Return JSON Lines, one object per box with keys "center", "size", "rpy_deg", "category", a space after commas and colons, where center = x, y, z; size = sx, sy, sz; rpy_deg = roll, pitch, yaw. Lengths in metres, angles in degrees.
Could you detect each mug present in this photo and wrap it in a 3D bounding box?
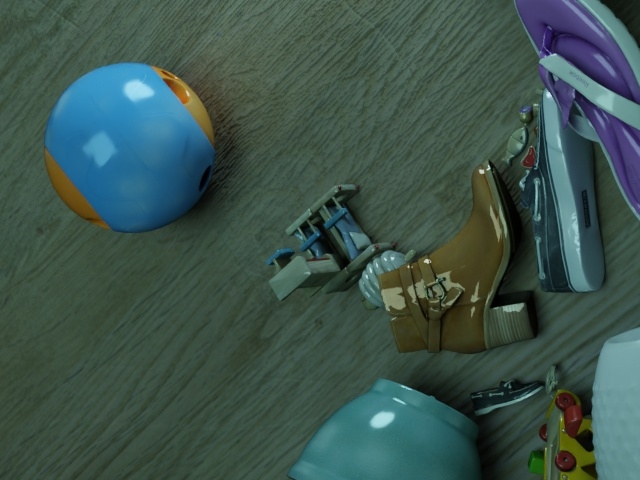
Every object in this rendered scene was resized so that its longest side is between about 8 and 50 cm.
{"center": [0.473, 0.261, 1.584], "size": [0.276, 0.374, 0.328], "rpy_deg": [-15, 89, 4], "category": "mug"}

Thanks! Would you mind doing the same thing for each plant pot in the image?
{"center": [0.122, 0.329, 1.889], "size": [0.293, 0.293, 0.196], "rpy_deg": [19, 77, 32], "category": "plant pot"}

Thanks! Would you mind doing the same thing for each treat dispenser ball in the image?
{"center": [-0.321, -0.156, 2.136], "size": [0.288, 0.288, 0.288], "rpy_deg": [2, 94, 34], "category": "treat dispenser ball"}

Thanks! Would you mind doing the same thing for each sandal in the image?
{"center": [0.373, -0.172, 1.675], "size": [0.416, 0.102, 0.169], "rpy_deg": [56, 156, -4], "category": "sandal"}

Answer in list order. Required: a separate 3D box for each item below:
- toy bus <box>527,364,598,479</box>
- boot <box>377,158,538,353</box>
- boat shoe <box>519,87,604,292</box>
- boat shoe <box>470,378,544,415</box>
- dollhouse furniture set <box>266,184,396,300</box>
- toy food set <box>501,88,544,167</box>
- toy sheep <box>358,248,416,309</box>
{"center": [0.371, 0.297, 1.789], "size": [0.104, 0.191, 0.202], "rpy_deg": [11, 95, -2], "category": "toy bus"}
{"center": [0.194, 0.032, 1.887], "size": [0.220, 0.109, 0.283], "rpy_deg": [-9, 101, 20], "category": "boot"}
{"center": [0.333, -0.072, 1.807], "size": [0.102, 0.108, 0.301], "rpy_deg": [-5, 98, 35], "category": "boat shoe"}
{"center": [0.278, 0.229, 1.895], "size": [0.125, 0.046, 0.038], "rpy_deg": [-28, 80, 42], "category": "boat shoe"}
{"center": [0.000, 0.000, 1.986], "size": [0.129, 0.183, 0.129], "rpy_deg": [-42, 70, 29], "category": "dollhouse furniture set"}
{"center": [0.317, -0.158, 1.859], "size": [0.078, 0.019, 0.122], "rpy_deg": [29, 109, 30], "category": "toy food set"}
{"center": [0.110, 0.061, 1.977], "size": [0.091, 0.091, 0.132], "rpy_deg": [51, 117, 21], "category": "toy sheep"}
